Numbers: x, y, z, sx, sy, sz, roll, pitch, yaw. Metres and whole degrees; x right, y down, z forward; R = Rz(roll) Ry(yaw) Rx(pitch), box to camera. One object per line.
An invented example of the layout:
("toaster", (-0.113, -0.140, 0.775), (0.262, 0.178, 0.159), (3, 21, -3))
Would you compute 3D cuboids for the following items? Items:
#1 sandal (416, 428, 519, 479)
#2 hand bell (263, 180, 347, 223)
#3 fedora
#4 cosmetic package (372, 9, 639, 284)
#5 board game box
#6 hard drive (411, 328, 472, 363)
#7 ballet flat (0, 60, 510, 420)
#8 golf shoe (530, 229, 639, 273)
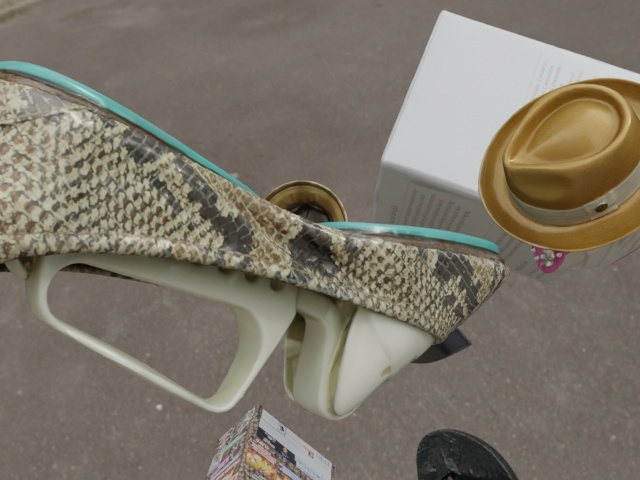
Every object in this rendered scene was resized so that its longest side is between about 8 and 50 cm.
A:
("sandal", (0.262, 0.491, 1.081), (0.168, 0.107, 0.445), (-39, 55, 26))
("hand bell", (0.000, 0.000, 1.023), (0.126, 0.126, 0.242), (1, -7, 13))
("fedora", (0.234, -0.085, 0.662), (0.195, 0.079, 0.194), (-13, 62, 27))
("cosmetic package", (0.338, -0.159, 1.342), (0.394, 0.329, 0.327), (21, 76, 6))
("board game box", (-0.103, 0.512, 1.416), (0.141, 0.232, 0.291), (-45, 11, 16))
("hard drive", (0.169, 0.167, 1.371), (0.054, 0.172, 0.255), (-44, 4, -20))
("ballet flat", (-0.046, 0.039, 0.529), (0.483, 0.181, 0.164), (18, -20, -35))
("golf shoe", (0.416, -0.056, 0.969), (0.140, 0.306, 0.115), (7, 57, -17))
